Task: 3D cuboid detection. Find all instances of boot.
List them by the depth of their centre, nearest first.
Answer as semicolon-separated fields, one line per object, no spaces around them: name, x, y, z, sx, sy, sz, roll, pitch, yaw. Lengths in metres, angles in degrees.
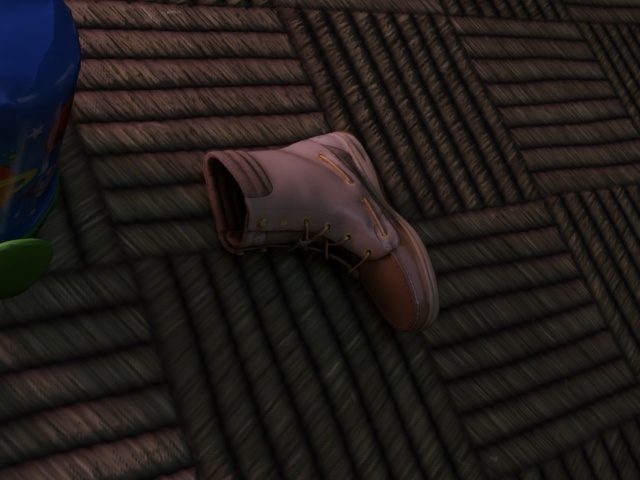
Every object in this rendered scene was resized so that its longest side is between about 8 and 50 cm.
boot;0.000;0.000;0.955;0.203;0.095;0.262;-12;68;-39

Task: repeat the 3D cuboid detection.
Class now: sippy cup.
sippy cup;-0.310;-0.118;0.730;0.305;0.224;0.240;38;47;-8
